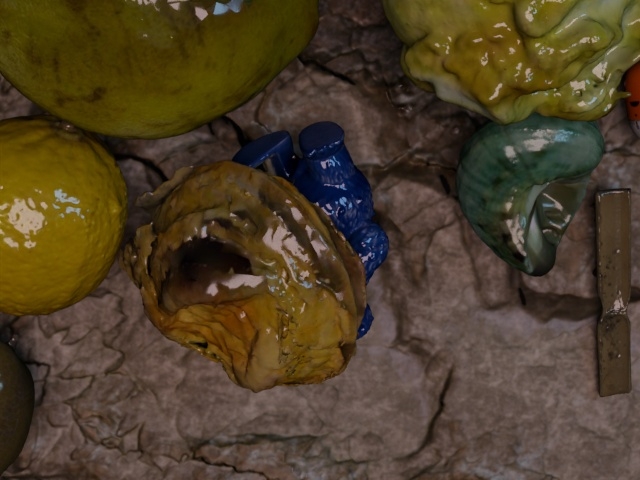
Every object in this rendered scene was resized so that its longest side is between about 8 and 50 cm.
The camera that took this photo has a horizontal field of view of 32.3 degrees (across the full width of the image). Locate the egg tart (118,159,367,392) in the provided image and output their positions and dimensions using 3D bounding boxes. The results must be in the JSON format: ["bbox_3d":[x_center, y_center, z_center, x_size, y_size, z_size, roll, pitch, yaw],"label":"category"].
[{"bbox_3d":[-0.095,0.055,1.126,0.297,0.132,0.297,21,133,24],"label":"egg tart"}]

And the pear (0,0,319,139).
[{"bbox_3d":[-0.162,-0.230,1.054,0.321,0.269,0.269,1,102,-16],"label":"pear"}]

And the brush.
[{"bbox_3d":[0.329,0.059,1.243,0.043,0.036,0.247,-5,108,4],"label":"brush"}]

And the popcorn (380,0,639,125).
[{"bbox_3d":[0.195,-0.272,1.054,0.312,0.312,0.312,0,101,-2],"label":"popcorn"}]

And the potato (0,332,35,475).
[{"bbox_3d":[-0.409,0.195,1.187,0.251,0.159,0.174,-45,123,-2],"label":"potato"}]

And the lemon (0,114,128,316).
[{"bbox_3d":[-0.295,-0.026,1.125,0.192,0.192,0.231,21,117,-6],"label":"lemon"}]

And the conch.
[{"bbox_3d":[0.224,-0.071,1.169,0.176,0.122,0.188,28,100,-35],"label":"conch"}]

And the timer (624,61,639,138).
[{"bbox_3d":[0.385,-0.168,1.164,0.136,0.099,0.136,-3,104,-13],"label":"timer"}]

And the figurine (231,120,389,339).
[{"bbox_3d":[0.005,-0.005,1.182,0.164,0.121,0.262,13,125,27],"label":"figurine"}]
